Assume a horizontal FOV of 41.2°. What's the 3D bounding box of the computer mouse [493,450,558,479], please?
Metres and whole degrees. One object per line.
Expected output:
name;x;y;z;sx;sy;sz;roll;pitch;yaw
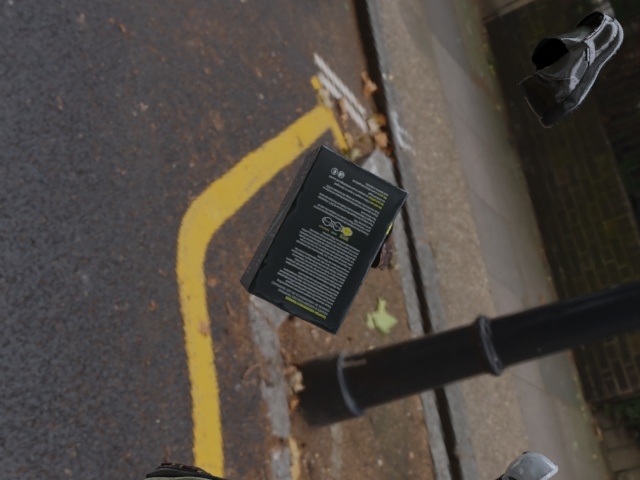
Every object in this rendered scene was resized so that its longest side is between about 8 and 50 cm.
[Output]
computer mouse;0.294;0.337;1.248;0.042;0.106;0.193;58;-13;15

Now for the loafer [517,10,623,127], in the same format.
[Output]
loafer;0.309;-0.231;1.055;0.078;0.080;0.220;43;50;-8

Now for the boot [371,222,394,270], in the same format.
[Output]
boot;0.117;0.003;1.544;0.114;0.037;0.106;11;99;-73

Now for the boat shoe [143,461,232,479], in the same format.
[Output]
boat shoe;-0.130;0.261;0.906;0.042;0.133;0.049;-43;124;-54

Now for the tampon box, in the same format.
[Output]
tampon box;0.000;0.000;0.879;0.101;0.161;0.120;28;-2;-8
